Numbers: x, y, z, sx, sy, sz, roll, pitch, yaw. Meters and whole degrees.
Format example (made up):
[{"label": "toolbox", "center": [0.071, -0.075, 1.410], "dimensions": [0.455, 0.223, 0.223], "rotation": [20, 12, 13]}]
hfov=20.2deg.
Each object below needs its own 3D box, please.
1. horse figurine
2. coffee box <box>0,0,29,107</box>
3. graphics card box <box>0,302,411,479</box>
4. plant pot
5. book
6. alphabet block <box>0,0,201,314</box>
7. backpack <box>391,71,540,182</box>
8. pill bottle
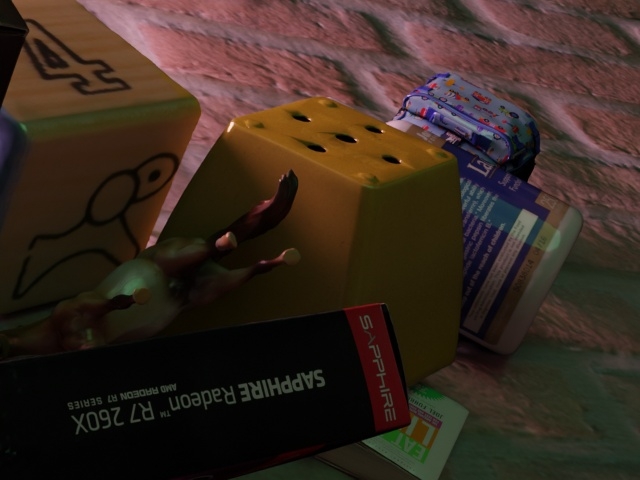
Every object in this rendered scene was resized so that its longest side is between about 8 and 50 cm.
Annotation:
[{"label": "horse figurine", "center": [-0.125, 0.037, 1.325], "dimensions": [0.263, 0.174, 0.066], "rotation": [-31, 99, -29]}, {"label": "coffee box", "center": [-0.321, -0.068, 1.245], "dimensions": [0.118, 0.297, 0.168], "rotation": [5, 34, -33]}, {"label": "graphics card box", "center": [-0.149, 0.124, 1.122], "dimensions": [0.371, 0.232, 0.094], "rotation": [-5, 78, -46]}, {"label": "plant pot", "center": [0.000, 0.000, 1.471], "dimensions": [0.212, 0.187, 0.212], "rotation": [26, 24, 25]}, {"label": "book", "center": [0.062, 0.154, 1.461], "dimensions": [0.096, 0.035, 0.144], "rotation": [29, 25, 4]}, {"label": "alphabet block", "center": [-0.248, -0.072, 1.432], "dimensions": [0.193, 0.192, 0.197], "rotation": [41, 30, 25]}, {"label": "backpack", "center": [0.127, -0.081, 1.836], "dimensions": [0.158, 0.117, 0.173], "rotation": [32, 31, 16]}, {"label": "pill bottle", "center": [0.094, -0.018, 1.654], "dimensions": [0.264, 0.153, 0.153], "rotation": [28, 27, 6]}]
